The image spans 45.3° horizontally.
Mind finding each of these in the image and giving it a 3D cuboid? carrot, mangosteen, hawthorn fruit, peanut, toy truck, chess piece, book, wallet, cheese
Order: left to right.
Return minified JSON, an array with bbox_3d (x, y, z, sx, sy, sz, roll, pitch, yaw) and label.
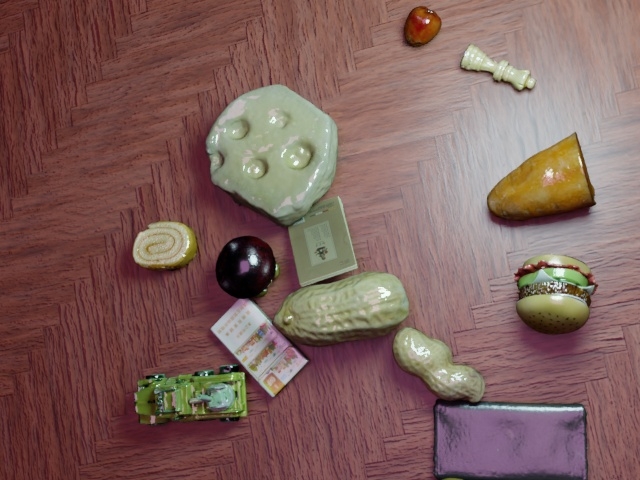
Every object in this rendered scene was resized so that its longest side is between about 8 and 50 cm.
[{"bbox_3d":[-0.309,0.357,1.756,0.259,0.135,0.128,-6,81,15],"label":"toy truck"},{"bbox_3d":[-0.164,0.065,1.765,0.152,0.152,0.152,-2,83,13],"label":"mangosteen"},{"bbox_3d":[-0.111,-0.194,1.781,0.318,0.115,0.326,-9,75,11],"label":"cheese"},{"bbox_3d":[0.000,0.000,1.751,0.138,0.016,0.198,-19,56,10],"label":"book"},{"bbox_3d":[0.043,0.156,1.693,0.313,0.152,0.152,-16,80,17],"label":"peanut"},{"bbox_3d":[0.230,-0.490,1.772,0.081,0.081,0.093,38,122,14],"label":"hawthorn fruit"},{"bbox_3d":[0.251,0.275,1.662,0.228,0.085,0.104,39,89,13],"label":"peanut"},{"bbox_3d":[0.403,-0.385,1.726,0.172,0.060,0.060,26,89,12],"label":"chess piece"},{"bbox_3d":[0.400,0.428,1.631,0.321,0.044,0.170,-2,82,16],"label":"wallet"},{"bbox_3d":[0.467,-0.115,1.645,0.225,0.159,0.159,-22,78,23],"label":"carrot"}]

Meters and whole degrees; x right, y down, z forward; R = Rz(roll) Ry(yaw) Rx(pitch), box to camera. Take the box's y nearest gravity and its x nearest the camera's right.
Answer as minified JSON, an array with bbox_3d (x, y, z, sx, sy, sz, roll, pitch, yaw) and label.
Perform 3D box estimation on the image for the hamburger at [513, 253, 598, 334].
[{"bbox_3d":[0.482,0.121,1.579,0.175,0.175,0.137,6,62,14],"label":"hamburger"}]

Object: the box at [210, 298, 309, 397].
[{"bbox_3d":[-0.142,0.244,1.783,0.220,0.032,0.122,45,94,14],"label":"box"}]

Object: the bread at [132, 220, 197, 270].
[{"bbox_3d":[-0.373,0.011,1.849,0.149,0.073,0.122,-4,77,10],"label":"bread"}]

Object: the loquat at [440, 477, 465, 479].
[{"bbox_3d":[0.283,0.568,1.587,0.163,0.137,0.163,7,99,54],"label":"loquat"}]
